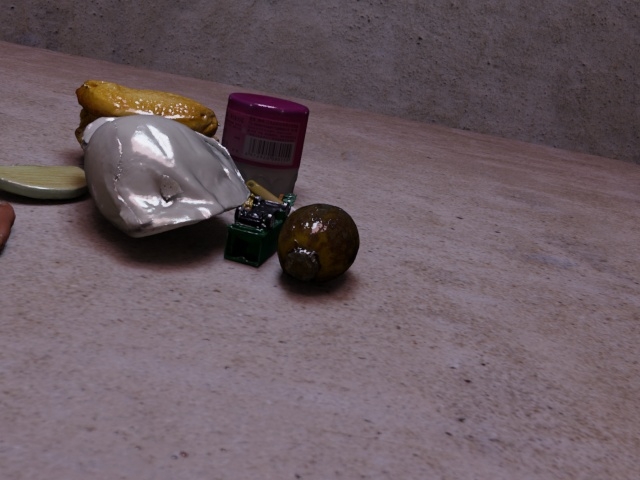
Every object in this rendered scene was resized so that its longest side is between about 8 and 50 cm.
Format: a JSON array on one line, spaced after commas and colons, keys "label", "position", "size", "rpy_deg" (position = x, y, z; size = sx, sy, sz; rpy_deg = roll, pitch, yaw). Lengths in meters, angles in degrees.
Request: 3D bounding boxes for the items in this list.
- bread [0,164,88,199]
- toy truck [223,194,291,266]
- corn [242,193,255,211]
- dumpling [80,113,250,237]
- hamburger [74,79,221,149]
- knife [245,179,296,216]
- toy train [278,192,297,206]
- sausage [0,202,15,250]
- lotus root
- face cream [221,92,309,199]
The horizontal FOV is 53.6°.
[{"label": "bread", "position": [-0.469, -0.094, 1.084], "size": [0.112, 0.036, 0.193], "rpy_deg": [28, 21, 29]}, {"label": "toy truck", "position": [-0.095, -0.021, 1.014], "size": [0.065, 0.079, 0.147], "rpy_deg": [13, 19, 11]}, {"label": "corn", "position": [-0.130, -0.067, 1.197], "size": [0.037, 0.037, 0.092], "rpy_deg": [13, 18, 5]}, {"label": "dumpling", "position": [-0.247, -0.114, 1.032], "size": [0.260, 0.181, 0.341], "rpy_deg": [-6, 11, -30]}, {"label": "hamburger", "position": [-0.358, -0.235, 1.348], "size": [0.314, 0.170, 0.290], "rpy_deg": [4, 23, -23]}, {"label": "knife", "position": [-0.056, -0.037, 1.119], "size": [0.046, 0.022, 0.256], "rpy_deg": [-45, 56, -13]}, {"label": "toy train", "position": [-0.079, -0.063, 1.208], "size": [0.064, 0.044, 0.103], "rpy_deg": [1, 18, 3]}, {"label": "sausage", "position": [-0.449, -0.020, 0.876], "size": [0.042, 0.036, 0.158], "rpy_deg": [12, 16, -24]}, {"label": "lotus root", "position": [0.000, 0.000, 0.959], "size": [0.120, 0.120, 0.209], "rpy_deg": [15, 19, 10]}, {"label": "face cream", "position": [-0.123, -0.202, 1.346], "size": [0.175, 0.195, 0.175], "rpy_deg": [12, 18, -4]}]
